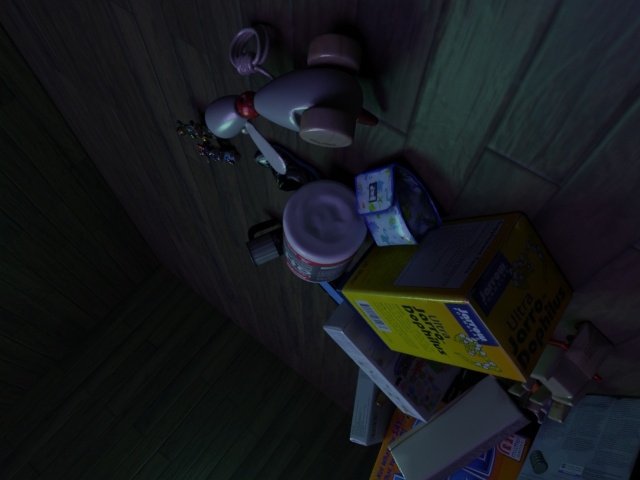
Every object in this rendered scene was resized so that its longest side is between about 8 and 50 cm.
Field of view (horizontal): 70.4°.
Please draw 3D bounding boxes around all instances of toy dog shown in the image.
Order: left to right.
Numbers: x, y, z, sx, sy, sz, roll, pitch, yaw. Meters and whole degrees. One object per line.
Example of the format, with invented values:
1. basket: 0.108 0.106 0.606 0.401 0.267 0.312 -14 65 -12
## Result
1. toy dog: -0.036 -0.221 0.768 0.333 0.220 0.160 30 -173 42

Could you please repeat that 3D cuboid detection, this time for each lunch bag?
1. lunch bag: 0.135 -0.069 0.857 0.128 0.096 0.151 -4 116 62

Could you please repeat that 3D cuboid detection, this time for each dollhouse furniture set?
1. dollhouse furniture set: 0.434 0.231 0.918 0.262 0.135 0.259 43 168 -4

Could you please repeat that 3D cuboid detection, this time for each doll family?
1. doll family: -0.301 -0.259 1.213 0.111 0.076 0.193 9 145 44

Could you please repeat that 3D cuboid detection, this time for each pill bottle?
1. pill bottle: 0.000 0.000 1.051 0.176 0.176 0.318 38 164 7

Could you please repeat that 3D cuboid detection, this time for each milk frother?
1. milk frother: -0.149 0.021 1.390 0.143 0.134 0.129 74 172 -47

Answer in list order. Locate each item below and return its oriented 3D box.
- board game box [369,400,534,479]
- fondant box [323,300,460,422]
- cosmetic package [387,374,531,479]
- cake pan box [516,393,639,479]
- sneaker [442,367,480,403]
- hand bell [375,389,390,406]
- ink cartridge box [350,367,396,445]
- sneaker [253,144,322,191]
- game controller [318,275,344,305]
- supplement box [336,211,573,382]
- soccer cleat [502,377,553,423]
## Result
1. board game box: 0.394 0.677 1.282 0.356 0.357 0.356 13 161 40
2. fondant box: 0.197 0.232 1.095 0.330 0.238 0.096 48 155 -15
3. cosmetic package: 0.336 0.467 1.096 0.160 0.309 0.113 41 -167 -50
4. cake pan box: 0.540 0.427 0.901 0.070 0.246 0.267 38 156 -4
5. sneaker: 0.412 0.446 1.346 0.162 0.107 0.281 38 165 -20
6. hand bell: 0.230 0.361 1.267 0.126 0.242 0.126 33 155 18
7. ink cartridge box: 0.188 0.438 1.333 0.060 0.276 0.238 2 168 35
8. sneaker: -0.084 -0.158 1.046 0.188 0.078 0.067 33 155 20
9. game controller: 0.056 0.164 1.414 0.319 0.067 0.166 48 156 -14
10. supplement box: 0.232 0.097 0.858 0.195 0.194 0.356 50 156 -18
11. soccer cleat: 0.476 0.347 1.070 0.196 0.076 0.068 42 157 -1
